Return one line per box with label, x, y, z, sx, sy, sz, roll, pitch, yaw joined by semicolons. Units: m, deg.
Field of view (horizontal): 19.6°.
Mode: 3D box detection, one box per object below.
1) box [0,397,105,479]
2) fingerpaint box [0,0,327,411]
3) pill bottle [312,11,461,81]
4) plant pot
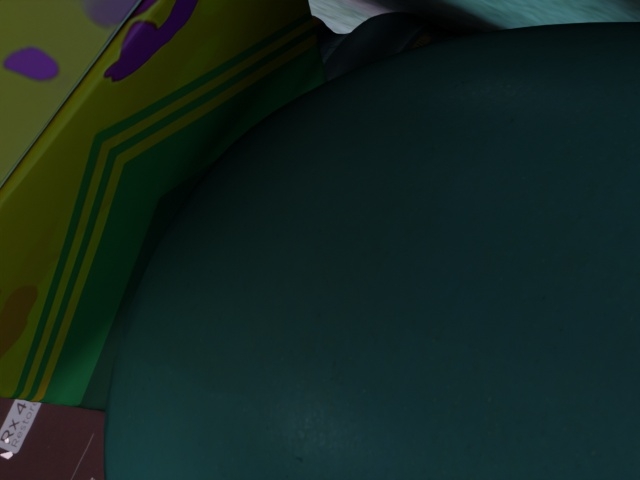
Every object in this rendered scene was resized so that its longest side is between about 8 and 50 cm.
box;-0.256;0.126;1.019;0.143;0.191;0.381;21;171;35
fingerpaint box;-0.223;-0.133;0.600;0.445;0.163;0.371;36;176;6
pill bottle;0.065;-0.019;0.824;0.246;0.130;0.130;27;175;11
plant pot;0.079;0.069;0.547;0.235;0.293;0.293;17;171;34
